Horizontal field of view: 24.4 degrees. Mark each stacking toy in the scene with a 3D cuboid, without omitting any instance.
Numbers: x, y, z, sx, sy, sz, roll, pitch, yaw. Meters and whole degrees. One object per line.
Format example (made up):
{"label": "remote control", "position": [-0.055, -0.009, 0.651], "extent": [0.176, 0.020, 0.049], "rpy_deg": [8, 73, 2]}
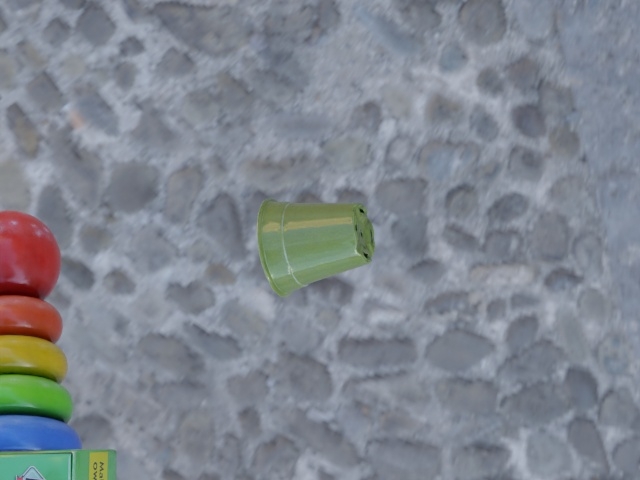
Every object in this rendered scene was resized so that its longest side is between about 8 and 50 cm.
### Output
{"label": "stacking toy", "position": [-0.253, 0.130, 1.223], "extent": [0.141, 0.141, 0.330], "rpy_deg": [-11, 68, 20]}

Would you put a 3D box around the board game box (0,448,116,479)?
{"label": "board game box", "position": [-0.204, 0.264, 0.734], "extent": [0.213, 0.046, 0.317], "rpy_deg": [-3, 82, 20]}

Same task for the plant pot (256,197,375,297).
{"label": "plant pot", "position": [0.000, 0.000, 1.214], "extent": [0.079, 0.083, 0.083], "rpy_deg": [-9, 111, 20]}
